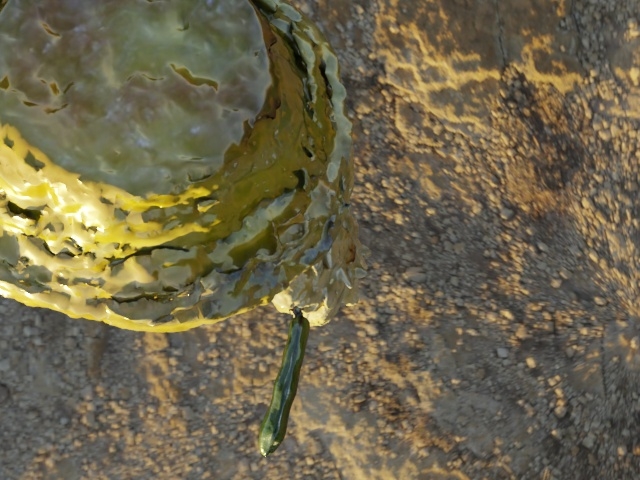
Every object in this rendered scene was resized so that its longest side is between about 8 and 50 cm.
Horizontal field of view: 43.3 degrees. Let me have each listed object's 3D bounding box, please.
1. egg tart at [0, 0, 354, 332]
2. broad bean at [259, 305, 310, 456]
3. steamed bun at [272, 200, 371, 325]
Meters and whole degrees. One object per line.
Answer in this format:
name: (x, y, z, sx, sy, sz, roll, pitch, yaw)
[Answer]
egg tart: (-0.114, -0.086, 0.500, 0.294, 0.123, 0.294, 3, 69, -7)
broad bean: (-0.050, 0.204, 1.184, 0.039, 0.069, 0.226, 18, 71, -14)
steamed bun: (0.000, 0.000, 1.394, 0.137, 0.292, 0.295, -5, 77, 26)
